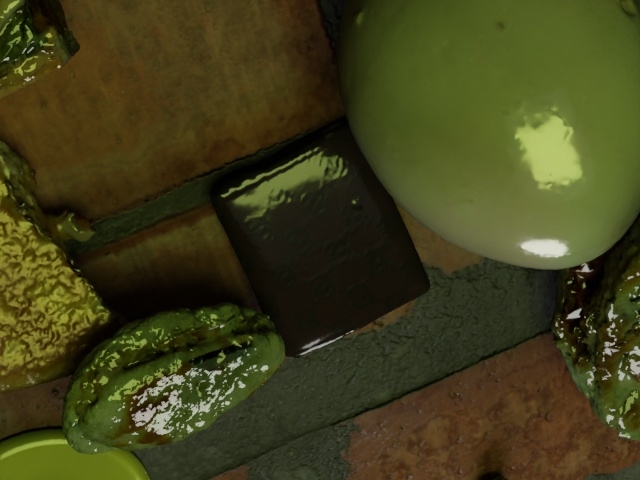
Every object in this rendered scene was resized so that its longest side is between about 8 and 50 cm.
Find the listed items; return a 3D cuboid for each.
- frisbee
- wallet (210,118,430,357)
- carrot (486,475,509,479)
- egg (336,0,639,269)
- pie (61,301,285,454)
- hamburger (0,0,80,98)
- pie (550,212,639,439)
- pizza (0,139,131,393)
[{"bbox_3d":[-0.302,0.309,1.435,0.235,0.017,0.236,-7,118,-14],"label":"frisbee"},{"bbox_3d":[0.000,0.000,1.353,0.182,0.049,0.229,-26,120,-3],"label":"wallet"},{"bbox_3d":[0.201,0.378,1.624,0.047,0.047,0.191,4,120,-20],"label":"carrot"},{"bbox_3d":[0.166,-0.135,1.173,0.283,0.345,0.283,-22,159,-9],"label":"egg"},{"bbox_3d":[-0.147,0.144,1.306,0.248,0.090,0.201,-20,150,-24],"label":"pie"},{"bbox_3d":[-0.327,-0.171,1.100,0.207,0.155,0.135,-25,102,6],"label":"hamburger"},{"bbox_3d":[0.463,0.066,1.467,0.395,0.180,0.418,-25,129,-6],"label":"pie"},{"bbox_3d":[-0.311,0.018,1.245,0.189,0.071,0.297,-28,121,-2],"label":"pizza"}]
